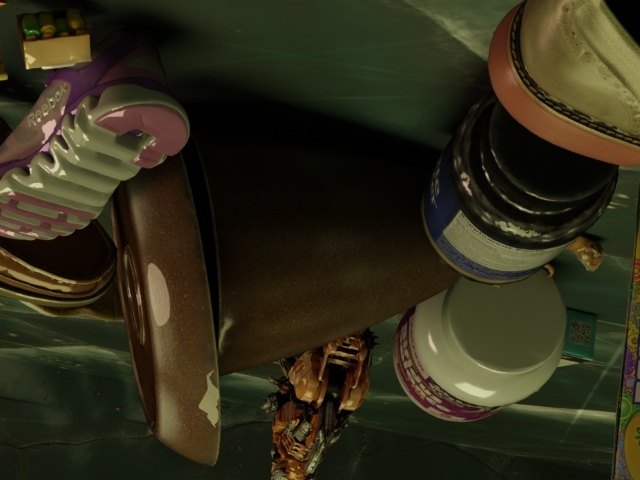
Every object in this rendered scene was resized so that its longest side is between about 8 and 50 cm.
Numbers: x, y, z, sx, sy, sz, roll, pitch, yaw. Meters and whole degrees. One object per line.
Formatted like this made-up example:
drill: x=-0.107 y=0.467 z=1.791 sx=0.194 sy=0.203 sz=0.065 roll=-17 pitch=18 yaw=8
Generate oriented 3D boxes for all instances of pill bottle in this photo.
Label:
pill bottle: x=0.179 y=0.108 z=1.475 sx=0.169 sy=0.169 sz=0.301 roll=9 pitch=166 yaw=-2
pill bottle: x=0.149 y=-0.045 z=0.974 sx=0.122 sy=0.123 sz=0.219 roll=10 pitch=166 yaw=-2

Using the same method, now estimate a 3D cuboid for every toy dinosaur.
toy dinosaur: x=0.014 y=0.166 z=1.647 sx=0.164 sy=0.218 sz=0.322 roll=33 pitch=116 yaw=-23
toy dinosaur: x=0.190 y=-0.005 z=1.280 sx=0.211 sy=0.064 sz=0.112 roll=9 pitch=151 yaw=-42

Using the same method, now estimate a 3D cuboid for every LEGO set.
LEGO set: x=-0.310 y=-0.164 z=0.917 sx=0.287 sy=0.107 sz=0.132 roll=0 pitch=-161 yaw=15

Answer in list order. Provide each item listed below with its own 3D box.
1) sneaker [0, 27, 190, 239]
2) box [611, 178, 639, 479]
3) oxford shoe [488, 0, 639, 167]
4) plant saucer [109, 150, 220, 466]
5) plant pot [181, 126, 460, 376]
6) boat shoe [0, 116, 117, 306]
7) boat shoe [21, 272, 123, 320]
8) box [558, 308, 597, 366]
sneaker: x=-0.194 y=-0.082 z=1.008 sx=0.236 sy=0.104 sz=0.095 roll=-30 pitch=147 yaw=34
box: x=0.347 y=0.084 z=1.018 sx=0.177 sy=0.290 sz=0.279 roll=2 pitch=166 yaw=25
oxford shoe: x=0.279 y=-0.082 z=0.756 sx=0.348 sy=0.123 sz=0.130 roll=10 pitch=161 yaw=-10
plant saucer: x=-0.139 y=0.043 z=1.124 sx=0.050 sy=0.311 sz=0.310 roll=-9 pitch=170 yaw=-14
plant pot: x=0.000 y=0.000 z=1.141 sx=0.230 sy=0.215 sz=0.215 roll=-6 pitch=170 yaw=-16
boat shoe: x=-0.299 y=-0.052 z=1.107 sx=0.307 sy=0.111 sz=0.104 roll=33 pitch=144 yaw=-12
boat shoe: x=-0.367 y=0.059 z=1.772 sx=0.096 sy=0.098 sz=0.277 roll=1 pitch=165 yaw=26
box: x=0.263 y=0.134 z=1.753 sx=0.100 sy=0.060 sz=0.244 roll=13 pitch=166 yaw=-17
